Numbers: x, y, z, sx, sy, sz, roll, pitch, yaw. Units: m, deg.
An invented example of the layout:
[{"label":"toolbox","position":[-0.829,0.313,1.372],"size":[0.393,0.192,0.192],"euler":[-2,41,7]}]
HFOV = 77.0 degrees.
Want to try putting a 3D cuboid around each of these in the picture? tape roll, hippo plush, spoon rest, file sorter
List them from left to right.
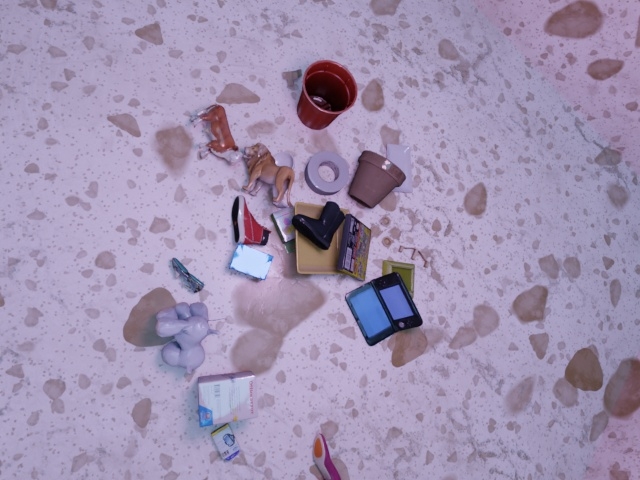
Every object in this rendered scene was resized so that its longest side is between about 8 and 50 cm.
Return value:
[{"label":"hippo plush","position":[-0.545,0.409,1.692],"size":[0.295,0.234,0.236],"euler":[7,109,-1]},{"label":"file sorter","position":[-0.320,0.103,1.840],"size":[0.171,0.104,0.118],"euler":[22,75,-12]},{"label":"spoon rest","position":[-0.190,-0.301,1.954],"size":[0.138,0.084,0.276],"euler":[-2,81,21]},{"label":"tape roll","position":[0.032,-0.340,2.048],"size":[0.220,0.072,0.218],"euler":[3,79,-16]}]

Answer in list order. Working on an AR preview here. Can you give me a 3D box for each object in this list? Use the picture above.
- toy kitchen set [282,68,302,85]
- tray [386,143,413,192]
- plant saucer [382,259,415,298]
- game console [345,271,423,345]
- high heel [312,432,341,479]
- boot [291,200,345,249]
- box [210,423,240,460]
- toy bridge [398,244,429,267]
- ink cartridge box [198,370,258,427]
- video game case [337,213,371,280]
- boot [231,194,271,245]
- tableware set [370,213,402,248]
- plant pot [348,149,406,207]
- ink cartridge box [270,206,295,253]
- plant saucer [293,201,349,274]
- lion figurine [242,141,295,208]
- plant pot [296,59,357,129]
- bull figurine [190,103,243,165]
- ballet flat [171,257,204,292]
[{"label":"toy kitchen set","position":[-0.145,-0.855,2.114],"size":[0.084,0.075,0.068],"euler":[2,120,15]},{"label":"tray","position":[0.429,-0.393,2.204],"size":[0.145,0.030,0.270],"euler":[2,80,-16]},{"label":"plant saucer","position":[0.411,0.200,2.081],"size":[0.189,0.045,0.188],"euler":[8,78,-15]},{"label":"game console","position":[0.309,0.336,1.963],"size":[0.173,0.250,0.292],"euler":[-26,90,-46]},{"label":"high heel","position":[0.039,0.995,1.817],"size":[0.117,0.082,0.243],"euler":[8,62,-44]},{"label":"boot","position":[-0.005,-0.102,1.836],"size":[0.246,0.094,0.207],"euler":[41,62,-32]},{"label":"box","position":[-0.401,0.862,1.717],"size":[0.081,0.028,0.136],"euler":[-26,91,-20]},{"label":"toy bridge","position":[0.500,0.073,2.142],"size":[0.188,0.026,0.063],"euler":[31,70,-10]},{"label":"ink cartridge box","position":[-0.389,0.653,1.683],"size":[0.233,0.168,0.171],"euler":[-1,81,-17]},{"label":"video game case","position":[0.169,0.039,1.958],"size":[0.248,0.035,0.274],"euler":[31,64,-54]},{"label":"boot","position":[-0.320,-0.092,1.898],"size":[0.176,0.088,0.244],"euler":[4,67,-34]},{"label":"tableware set","position":[0.345,-0.046,2.119],"size":[0.169,0.020,0.141],"euler":[44,71,-5]},{"label":"plant pot","position":[0.265,-0.290,2.037],"size":[0.263,0.263,0.229],"euler":[33,89,-9]},{"label":"ink cartridge box","position":[-0.148,-0.052,1.944],"size":[0.109,0.062,0.209],"euler":[-23,88,-21]},{"label":"plant saucer","position":[0.000,0.000,1.933],"size":[0.333,0.081,0.332],"euler":[5,78,-37]},{"label":"lion figurine","position":[-0.221,-0.303,1.859],"size":[0.392,0.142,0.240],"euler":[26,84,29]},{"label":"plant pot","position":[0.008,-0.699,2.004],"size":[0.273,0.265,0.272],"euler":[3,80,-17]},{"label":"bull figurine","position":[-0.488,-0.485,1.897],"size":[0.189,0.101,0.310],"euler":[-15,85,-17]},{"label":"ballet flat","position":[-0.598,0.159,1.768],"size":[0.188,0.070,0.070],"euler":[44,71,-2]}]
